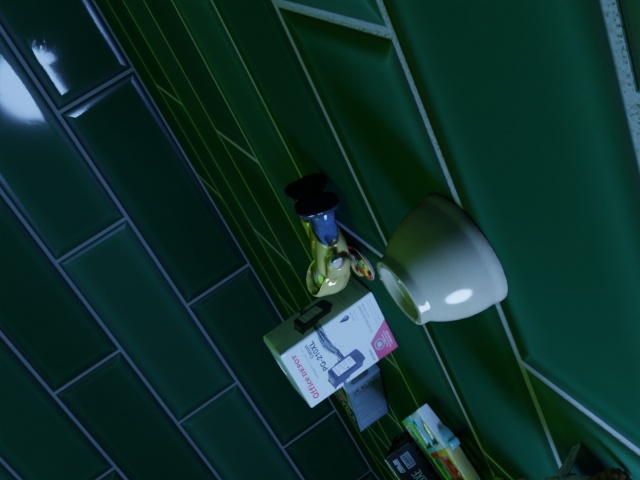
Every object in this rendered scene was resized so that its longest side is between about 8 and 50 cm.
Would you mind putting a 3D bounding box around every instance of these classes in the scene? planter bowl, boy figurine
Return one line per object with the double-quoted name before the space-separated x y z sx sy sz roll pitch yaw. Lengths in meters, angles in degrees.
"planter bowl" 0.140 0.038 1.004 0.162 0.109 0.162 54 170 14
"boy figurine" 0.000 0.000 1.516 0.285 0.092 0.177 82 163 -51

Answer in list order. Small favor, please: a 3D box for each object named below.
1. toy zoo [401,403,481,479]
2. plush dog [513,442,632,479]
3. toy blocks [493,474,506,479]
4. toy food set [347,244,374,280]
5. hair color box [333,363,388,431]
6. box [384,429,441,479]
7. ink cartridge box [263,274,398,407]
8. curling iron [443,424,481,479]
"toy zoo" 0.261 0.454 1.746 0.192 0.030 0.293 55 168 13
"plush dog" 0.372 0.416 1.031 0.225 0.210 0.262 44 -160 -9
"toy blocks" 0.368 0.700 1.560 0.381 0.261 0.191 55 170 3
"toy food set" 0.076 0.044 1.552 0.083 0.020 0.083 42 163 54
"hair color box" 0.090 0.399 2.313 0.185 0.113 0.374 51 168 28
"box" 0.270 0.591 1.972 0.242 0.076 0.307 55 -174 8
"ink cartridge box" 0.023 0.217 1.719 0.100 0.237 0.172 40 161 56
"curling iron" 0.338 0.530 1.799 0.274 0.035 0.068 56 168 7
